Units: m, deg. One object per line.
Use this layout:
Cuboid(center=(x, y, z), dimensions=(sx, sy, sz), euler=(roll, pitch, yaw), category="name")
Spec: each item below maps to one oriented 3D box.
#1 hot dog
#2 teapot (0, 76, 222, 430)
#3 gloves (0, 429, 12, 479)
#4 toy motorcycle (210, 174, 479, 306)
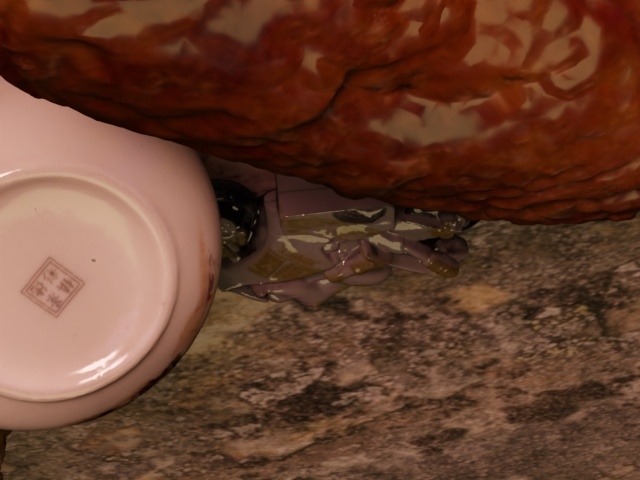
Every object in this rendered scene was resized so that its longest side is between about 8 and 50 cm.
Cuboid(center=(0.029, -0.136, 0.598), dimensions=(0.388, 0.174, 0.267), euler=(14, 119, -28), category="hot dog")
Cuboid(center=(-0.167, 0.011, 0.794), dimensions=(0.298, 0.139, 0.204), euler=(-42, 117, -1), category="teapot")
Cuboid(center=(-0.248, 0.071, 0.972), dimensions=(0.154, 0.141, 0.331), euler=(6, 125, -23), category="gloves")
Cuboid(center=(0.000, 0.000, 0.993), dimensions=(0.225, 0.073, 0.152), euler=(-2, 151, -8), category="toy motorcycle")
